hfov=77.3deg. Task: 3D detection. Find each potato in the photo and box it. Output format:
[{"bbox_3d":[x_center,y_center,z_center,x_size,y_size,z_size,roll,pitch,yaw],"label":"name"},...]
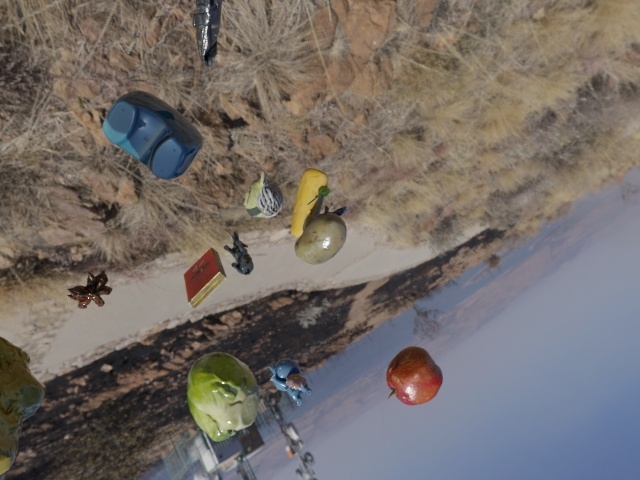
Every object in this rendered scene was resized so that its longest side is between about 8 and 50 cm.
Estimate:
[{"bbox_3d":[0.000,0.000,1.501,0.165,0.164,0.262,-19,167,-32],"label":"potato"}]

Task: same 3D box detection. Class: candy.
[{"bbox_3d":[-0.010,-0.132,1.195,0.035,0.035,0.123,-3,-154,35],"label":"candy"}]

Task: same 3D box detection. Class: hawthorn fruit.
[{"bbox_3d":[0.292,0.454,1.315,0.201,0.179,0.179,-28,156,-13],"label":"hawthorn fruit"}]

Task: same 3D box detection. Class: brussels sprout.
[{"bbox_3d":[-0.176,0.274,0.727,0.155,0.155,0.118,-48,164,29],"label":"brussels sprout"}]

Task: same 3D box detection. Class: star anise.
[{"bbox_3d":[-1.066,0.244,1.870,0.196,0.111,0.212,-63,169,29],"label":"star anise"}]

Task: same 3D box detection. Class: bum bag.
[{"bbox_3d":[-0.370,-0.753,1.316,0.095,0.144,0.340,-2,135,-22],"label":"bum bag"}]

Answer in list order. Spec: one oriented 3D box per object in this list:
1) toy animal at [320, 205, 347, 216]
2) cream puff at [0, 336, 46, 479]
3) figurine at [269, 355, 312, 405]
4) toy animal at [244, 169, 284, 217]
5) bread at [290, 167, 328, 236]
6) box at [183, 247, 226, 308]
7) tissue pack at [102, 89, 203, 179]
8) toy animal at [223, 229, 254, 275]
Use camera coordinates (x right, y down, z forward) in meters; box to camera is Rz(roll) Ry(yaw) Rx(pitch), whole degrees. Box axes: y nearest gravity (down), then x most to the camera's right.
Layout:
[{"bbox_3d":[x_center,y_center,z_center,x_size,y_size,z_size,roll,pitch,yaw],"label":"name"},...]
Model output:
[{"bbox_3d":[0.031,-0.115,1.909,0.220,0.107,0.062,-15,135,23],"label":"toy animal"},{"bbox_3d":[-0.672,0.320,0.737,0.274,0.323,0.269,-43,167,-42],"label":"cream puff"},{"bbox_3d":[-0.097,0.494,1.380,0.114,0.178,0.144,-31,128,-19],"label":"figurine"},{"bbox_3d":[-0.127,-0.109,0.957,0.098,0.098,0.137,-15,154,-39],"label":"toy animal"},{"bbox_3d":[-0.055,-0.151,1.678,0.091,0.142,0.304,7,101,-32],"label":"bread"},{"bbox_3d":[-0.245,0.075,0.841,0.090,0.133,0.023,-42,121,-1],"label":"box"},{"bbox_3d":[-0.545,-0.356,1.345,0.198,0.288,0.206,-48,-168,27],"label":"tissue pack"},{"bbox_3d":[-0.378,0.045,1.834,0.082,0.269,0.137,-25,156,3],"label":"toy animal"}]
